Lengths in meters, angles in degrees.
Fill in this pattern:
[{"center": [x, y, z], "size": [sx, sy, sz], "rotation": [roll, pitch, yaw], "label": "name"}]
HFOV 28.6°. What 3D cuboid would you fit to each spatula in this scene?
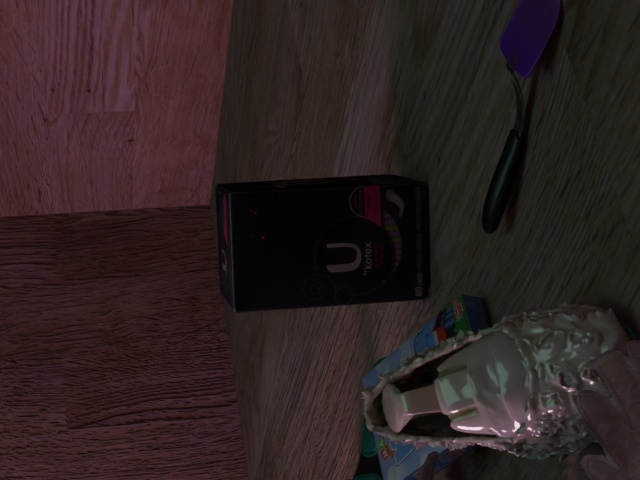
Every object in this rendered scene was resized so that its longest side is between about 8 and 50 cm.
[{"center": [0.201, -0.130, 1.301], "size": [0.084, 0.030, 0.296], "rotation": [-113, 23, -52], "label": "spatula"}]

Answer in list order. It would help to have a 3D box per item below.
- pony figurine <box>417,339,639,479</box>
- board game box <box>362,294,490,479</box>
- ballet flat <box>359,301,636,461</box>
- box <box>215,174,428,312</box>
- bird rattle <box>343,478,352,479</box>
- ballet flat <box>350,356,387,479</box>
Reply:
[{"center": [0.213, 0.289, 0.873], "size": [0.351, 0.302, 0.363], "rotation": [50, 143, 18], "label": "pony figurine"}, {"center": [0.135, 0.187, 1.499], "size": [0.211, 0.039, 0.160], "rotation": [-46, 44, 41], "label": "board game box"}, {"center": [0.153, 0.156, 1.242], "size": [0.409, 0.147, 0.147], "rotation": [146, 120, -66], "label": "ballet flat"}, {"center": [0.000, 0.000, 1.719], "size": [0.143, 0.270, 0.165], "rotation": [-147, 54, -76], "label": "box"}, {"center": [0.065, 0.495, 2.044], "size": [0.207, 0.143, 0.254], "rotation": [-94, -10, -80], "label": "bird rattle"}, {"center": [0.096, 0.305, 1.619], "size": [0.107, 0.106, 0.316], "rotation": [-13, 58, 63], "label": "ballet flat"}]
